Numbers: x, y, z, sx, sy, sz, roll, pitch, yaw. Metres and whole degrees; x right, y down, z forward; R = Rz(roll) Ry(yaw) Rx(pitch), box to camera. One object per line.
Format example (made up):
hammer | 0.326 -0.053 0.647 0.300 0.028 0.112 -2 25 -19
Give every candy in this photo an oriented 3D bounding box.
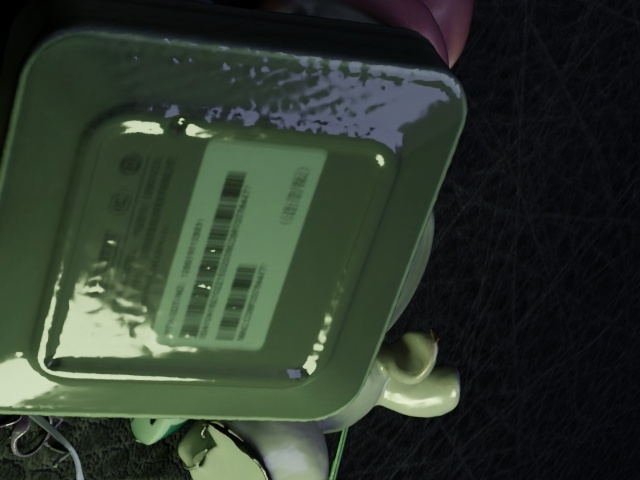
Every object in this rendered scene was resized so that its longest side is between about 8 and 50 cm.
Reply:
candy | 0.017 0.331 2.300 0.061 0.061 0.202 3 103 -63

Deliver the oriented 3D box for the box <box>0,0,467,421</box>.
box | -0.104 -0.014 1.411 0.396 0.111 0.396 3 124 -23

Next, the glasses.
glasses | -0.257 0.190 1.568 0.062 0.104 0.140 -53 149 -19

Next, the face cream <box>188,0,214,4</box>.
face cream | -0.168 -0.145 1.483 0.198 0.057 0.084 -54 155 -22

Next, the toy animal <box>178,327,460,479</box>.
toy animal | -0.011 0.185 1.869 0.310 0.247 0.183 -39 141 -36

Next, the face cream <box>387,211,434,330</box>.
face cream | 0.000 0.000 1.783 0.201 0.187 0.201 -44 148 -36

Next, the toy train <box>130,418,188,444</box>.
toy train | -0.138 0.069 1.703 0.086 0.088 0.407 -36 144 -46

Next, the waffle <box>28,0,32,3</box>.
waffle | -0.157 -0.311 1.305 0.283 0.065 0.309 -44 143 -21

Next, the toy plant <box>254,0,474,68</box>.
toy plant | 0.028 -0.147 1.615 0.356 0.210 0.317 -66 146 -44
